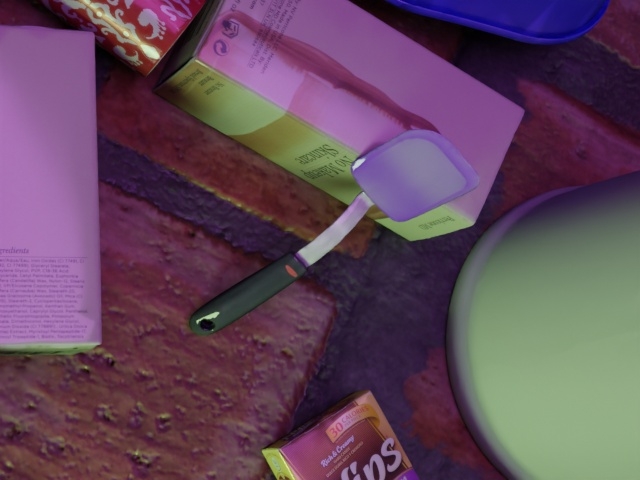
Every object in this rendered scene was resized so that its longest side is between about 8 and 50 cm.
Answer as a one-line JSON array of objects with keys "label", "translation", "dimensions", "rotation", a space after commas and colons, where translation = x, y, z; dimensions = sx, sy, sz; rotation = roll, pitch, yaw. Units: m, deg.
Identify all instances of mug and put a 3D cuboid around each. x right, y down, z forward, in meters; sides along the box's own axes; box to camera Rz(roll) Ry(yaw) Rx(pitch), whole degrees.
[{"label": "mug", "translation": [-0.183, -0.244, 1.361], "dimensions": [0.169, 0.113, 0.150], "rotation": [39, 59, -10]}]

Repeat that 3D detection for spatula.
[{"label": "spatula", "translation": [0.000, 0.000, 1.367], "dimensions": [0.296, 0.030, 0.084], "rotation": [-35, 118, 13]}]

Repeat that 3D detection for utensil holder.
[{"label": "utensil holder", "translation": [0.344, 0.082, 1.391], "dimensions": [0.327, 0.385, 0.328], "rotation": [4, 80, -22]}]

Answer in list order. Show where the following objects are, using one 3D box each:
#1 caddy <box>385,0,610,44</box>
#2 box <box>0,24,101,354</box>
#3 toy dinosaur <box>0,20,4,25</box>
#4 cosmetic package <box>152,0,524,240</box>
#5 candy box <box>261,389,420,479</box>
[{"label": "caddy", "translation": [0.151, -0.320, 1.492], "dimensions": [0.341, 0.179, 0.241], "rotation": [12, 55, -20]}, {"label": "box", "translation": [-0.253, -0.040, 1.324], "dimensions": [0.113, 0.094, 0.275], "rotation": [2, 80, -23]}, {"label": "toy dinosaur", "translation": [-0.323, -0.215, 1.354], "dimensions": [0.082, 0.047, 0.090], "rotation": [-11, 97, -5]}, {"label": "cosmetic package", "translation": [0.015, -0.128, 1.418], "dimensions": [0.296, 0.153, 0.129], "rotation": [29, 74, -14]}, {"label": "candy box", "translation": [0.039, 0.245, 1.422], "dimensions": [0.109, 0.053, 0.187], "rotation": [-31, 92, -23]}]
